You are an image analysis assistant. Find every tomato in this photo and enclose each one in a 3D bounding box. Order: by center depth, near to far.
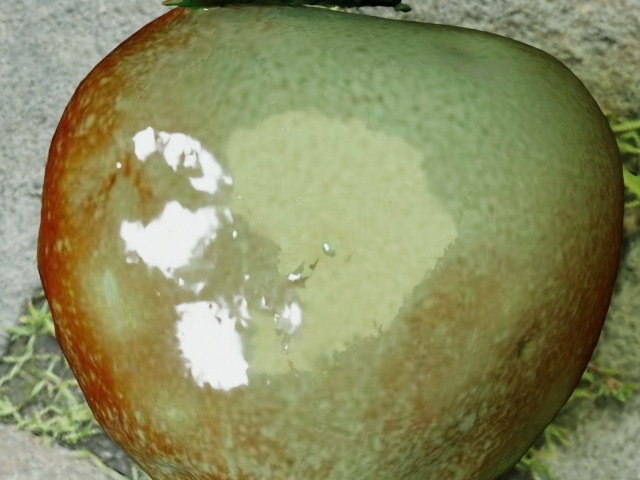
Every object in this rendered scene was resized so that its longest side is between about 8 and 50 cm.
[{"bbox_3d":[0.000,0.000,0.488,0.304,0.239,0.303,-1,77,3],"label":"tomato"}]
